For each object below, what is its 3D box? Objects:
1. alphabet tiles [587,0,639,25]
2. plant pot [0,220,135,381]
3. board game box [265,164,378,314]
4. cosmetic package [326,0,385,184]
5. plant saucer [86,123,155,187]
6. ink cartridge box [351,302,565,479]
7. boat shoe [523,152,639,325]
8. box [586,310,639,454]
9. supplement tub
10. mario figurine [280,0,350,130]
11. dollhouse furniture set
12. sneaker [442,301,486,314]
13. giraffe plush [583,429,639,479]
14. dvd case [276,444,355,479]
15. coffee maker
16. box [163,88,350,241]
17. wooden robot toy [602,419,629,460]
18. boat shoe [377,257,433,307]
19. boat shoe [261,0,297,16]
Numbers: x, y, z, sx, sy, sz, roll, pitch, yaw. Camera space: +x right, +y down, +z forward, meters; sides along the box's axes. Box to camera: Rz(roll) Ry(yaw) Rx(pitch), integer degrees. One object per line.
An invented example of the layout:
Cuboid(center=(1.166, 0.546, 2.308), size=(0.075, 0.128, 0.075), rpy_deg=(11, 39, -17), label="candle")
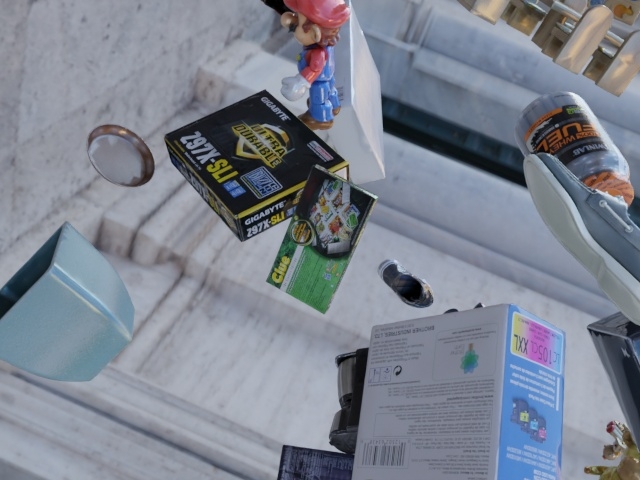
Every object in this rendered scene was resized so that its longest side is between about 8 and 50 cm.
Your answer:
Cuboid(center=(0.531, -0.540, 1.567), size=(0.011, 0.342, 0.285), rpy_deg=(-58, 169, -22), label="alphabet tiles")
Cuboid(center=(-0.546, 0.160, 1.821), size=(0.248, 0.252, 0.247), rpy_deg=(-44, -157, 11), label="plant pot")
Cuboid(center=(0.000, 0.000, 1.577), size=(0.260, 0.136, 0.030), rpy_deg=(-66, 169, 24), label="board game box")
Cuboid(center=(0.079, -0.377, 2.136), size=(0.284, 0.097, 0.377), rpy_deg=(56, 27, -49), label="cosmetic package")
Cuboid(center=(-0.452, -0.185, 1.879), size=(0.029, 0.168, 0.168), rpy_deg=(-39, -164, 40), label="plant saucer")
Cuboid(center=(0.181, 0.307, 1.145), size=(0.270, 0.151, 0.395), rpy_deg=(-17, -125, 49), label="ink cartridge box")
Cuboid(center=(0.437, -0.019, 1.299), size=(0.099, 0.319, 0.116), rpy_deg=(-30, 158, -8), label="boat shoe")
Cuboid(center=(0.735, 0.218, 1.480), size=(0.395, 0.294, 0.212), rpy_deg=(-22, -179, -2), label="box")
Cuboid(center=(0.599, -0.191, 1.978), size=(0.316, 0.193, 0.194), rpy_deg=(-107, -154, -42), label="supplement tub")
Cuboid(center=(-0.032, -0.408, 1.798), size=(0.198, 0.170, 0.321), rpy_deg=(-123, -154, -50), label="mario figurine")
Cuboid(center=(0.330, -0.347, 1.151), size=(0.161, 0.242, 0.212), rpy_deg=(-59, -157, 23), label="dollhouse furniture set")
Cuboid(center=(0.317, 0.262, 2.099), size=(0.350, 0.148, 0.131), rpy_deg=(-21, 157, -34), label="sneaker")
Cuboid(center=(0.659, 0.506, 1.756), size=(0.210, 0.181, 0.170), rpy_deg=(-58, 172, -56), label="giraffe plush")
Cuboid(center=(0.020, 0.498, 1.644), size=(0.018, 0.221, 0.165), rpy_deg=(69, 28, -65), label="dvd case")
Cuboid(center=(0.101, 0.295, 1.566), size=(0.171, 0.120, 0.178), rpy_deg=(-33, -144, 35), label="coffee maker")
Cuboid(center=(-0.134, -0.162, 1.702), size=(0.257, 0.322, 0.079), rpy_deg=(-29, 139, -18), label="box")
Cuboid(center=(0.675, 0.468, 1.932), size=(0.079, 0.076, 0.173), rpy_deg=(-50, 169, 19), label="wooden robot toy")
Cuboid(center=(0.224, 0.120, 2.054), size=(0.080, 0.076, 0.228), rpy_deg=(-43, 135, 3), label="boat shoe")
Cuboid(center=(-0.108, -0.591, 2.002), size=(0.073, 0.207, 0.073), rpy_deg=(-45, 165, -25), label="boat shoe")
